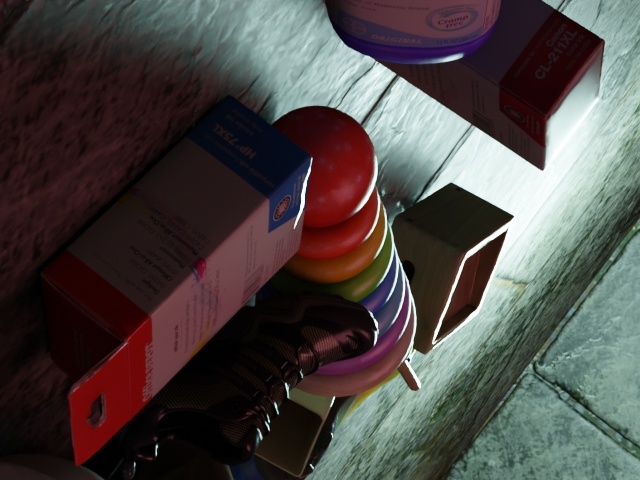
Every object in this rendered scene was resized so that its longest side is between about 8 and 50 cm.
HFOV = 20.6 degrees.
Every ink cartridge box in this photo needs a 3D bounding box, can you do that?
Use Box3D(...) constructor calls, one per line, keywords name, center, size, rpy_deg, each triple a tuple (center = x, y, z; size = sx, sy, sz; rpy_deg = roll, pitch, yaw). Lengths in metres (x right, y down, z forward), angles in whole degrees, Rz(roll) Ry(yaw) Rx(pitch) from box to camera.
Box3D(name="ink cartridge box", center=(-0.110, 0.028, 1.177), size=(0.231, 0.078, 0.134), rpy_deg=(-45, 164, -25))
Box3D(name="ink cartridge box", center=(0.108, -0.140, 1.253), size=(0.072, 0.175, 0.127), rpy_deg=(-53, 166, -7))

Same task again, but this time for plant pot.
Box3D(name="plant pot", center=(-0.034, 0.132, 1.631), size=(0.096, 0.109, 0.109), rpy_deg=(-57, 172, -39))

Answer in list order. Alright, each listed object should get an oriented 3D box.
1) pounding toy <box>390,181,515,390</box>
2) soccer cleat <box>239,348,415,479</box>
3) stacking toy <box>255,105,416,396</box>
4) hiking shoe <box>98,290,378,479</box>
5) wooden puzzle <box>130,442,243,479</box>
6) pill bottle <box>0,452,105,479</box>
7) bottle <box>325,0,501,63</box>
Box3D(name="pounding toy", center=(0.090, 0.059, 1.805), size=(0.206, 0.094, 0.181), rpy_deg=(-31, 145, -54))
Box3D(name="soccer cleat", center=(0.001, 0.153, 1.861), size=(0.289, 0.093, 0.121), rpy_deg=(-48, -164, -33))
Box3D(name="stacking toy", center=(0.000, 0.000, 1.395), size=(0.141, 0.141, 0.330), rpy_deg=(-47, 158, -18))
Box3D(name="hiking shoe", center=(-0.056, 0.115, 1.328), size=(0.227, 0.114, 0.086), rpy_deg=(-15, 152, -14))
Box3D(name="wooden puzzle", center=(-0.129, 0.335, 1.487), size=(0.322, 0.080, 0.348), rpy_deg=(-58, -153, 23))
Box3D(name="pill bottle", center=(-0.197, 0.243, 1.248), size=(0.169, 0.169, 0.301), rpy_deg=(-49, 165, -10))
Box3D(name="bottle", center=(0.059, -0.204, 1.059), size=(0.283, 0.118, 0.092), rpy_deg=(89, 5, -69))
